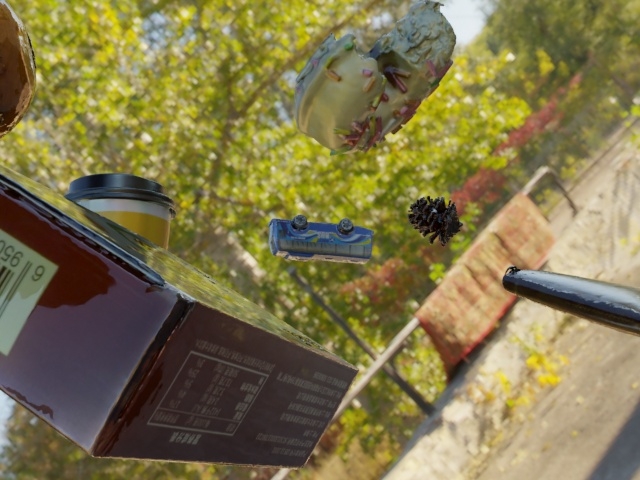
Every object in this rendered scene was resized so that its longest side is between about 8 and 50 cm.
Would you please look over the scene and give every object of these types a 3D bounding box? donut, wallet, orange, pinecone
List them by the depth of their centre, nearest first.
[{"bbox_3d":[0.278,0.058,0.727,0.137,0.031,0.255,3,7,-32],"label":"wallet"},{"bbox_3d":[-0.518,-0.247,1.299,0.246,0.246,0.246,-45,-2,-2],"label":"orange"},{"bbox_3d":[0.100,-0.298,1.787,0.371,0.150,0.307,-31,-17,-42],"label":"donut"},{"bbox_3d":[0.228,-0.043,1.843,0.102,0.109,0.102,-29,-44,-32],"label":"pinecone"}]

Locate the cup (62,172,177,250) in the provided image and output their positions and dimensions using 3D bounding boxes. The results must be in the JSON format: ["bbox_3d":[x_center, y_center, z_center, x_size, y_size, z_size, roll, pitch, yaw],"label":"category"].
[{"bbox_3d":[-0.334,0.038,1.522,0.196,0.280,0.196,-3,-14,-1],"label":"cup"}]

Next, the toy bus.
[{"bbox_3d":[0.000,0.000,1.341,0.051,0.153,0.061,131,141,-68],"label":"toy bus"}]

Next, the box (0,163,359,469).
[{"bbox_3d":[-0.186,0.055,0.801,0.122,0.344,0.385,-60,-24,-3],"label":"box"}]
